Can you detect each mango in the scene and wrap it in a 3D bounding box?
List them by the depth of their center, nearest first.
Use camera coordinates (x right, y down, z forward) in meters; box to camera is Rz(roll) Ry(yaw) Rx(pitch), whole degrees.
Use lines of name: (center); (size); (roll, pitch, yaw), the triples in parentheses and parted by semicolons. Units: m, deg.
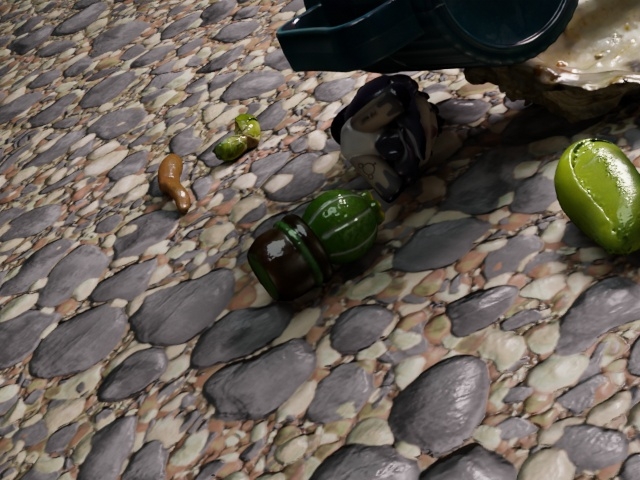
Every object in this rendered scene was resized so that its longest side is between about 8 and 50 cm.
mango: (0.294, -0.040, 1.323); (0.091, 0.074, 0.165); (-16, 43, 7)

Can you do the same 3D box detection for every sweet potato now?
sweet potato: (-0.213, -0.087, 1.840); (0.044, 0.044, 0.179); (-25, 28, 3)

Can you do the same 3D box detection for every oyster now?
oyster: (0.351, -0.215, 1.539); (0.361, 0.096, 0.221); (-17, 35, 17)

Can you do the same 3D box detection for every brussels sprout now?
brussels sprout: (-0.117, -0.145, 1.857); (0.051, 0.046, 0.083); (6, 52, 38)

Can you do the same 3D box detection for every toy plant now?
toy plant: (0.000, 0.000, 1.475); (0.162, 0.092, 0.093); (-32, 29, -16)

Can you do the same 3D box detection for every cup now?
cup: (0.118, -0.319, 1.527); (0.308, 0.242, 0.292); (-2, 8, -26)

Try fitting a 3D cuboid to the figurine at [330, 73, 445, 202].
figurine: (0.078, -0.131, 1.584); (0.145, 0.145, 0.222); (-18, 9, 14)
